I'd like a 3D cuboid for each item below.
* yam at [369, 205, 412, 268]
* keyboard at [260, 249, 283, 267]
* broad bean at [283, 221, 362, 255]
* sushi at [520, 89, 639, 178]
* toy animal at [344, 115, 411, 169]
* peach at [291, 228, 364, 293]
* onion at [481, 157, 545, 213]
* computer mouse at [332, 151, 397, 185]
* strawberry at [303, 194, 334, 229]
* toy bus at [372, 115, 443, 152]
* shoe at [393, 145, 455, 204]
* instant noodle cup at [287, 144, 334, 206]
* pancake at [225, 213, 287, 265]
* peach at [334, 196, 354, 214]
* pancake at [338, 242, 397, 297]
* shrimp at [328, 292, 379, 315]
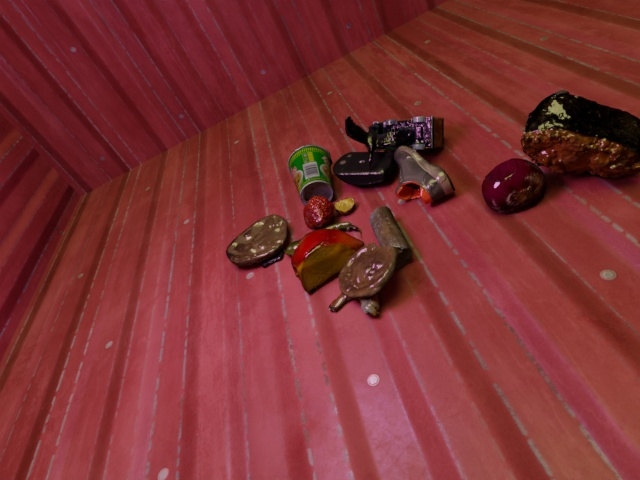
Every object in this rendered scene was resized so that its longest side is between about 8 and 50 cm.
[{"bbox_3d":[0.239,-0.013,1.511,0.093,0.093,0.259,-25,37,7],"label":"yam"},{"bbox_3d":[-0.213,0.014,1.845,0.106,0.016,0.262,-25,37,6],"label":"keyboard"},{"bbox_3d":[0.000,-0.008,1.694,0.317,0.056,0.098,-16,38,15],"label":"broad bean"},{"bbox_3d":[0.792,-0.294,1.354,0.348,0.234,0.208,20,67,13],"label":"sushi"},{"bbox_3d":[0.219,-0.386,1.779,0.272,0.197,0.160,7,16,-1],"label":"toy animal"},{"bbox_3d":[0.016,0.036,1.551,0.267,0.154,0.159,-31,35,0],"label":"peach"},{"bbox_3d":[0.614,-0.199,1.446,0.195,0.140,0.218,-29,33,13],"label":"onion"},{"bbox_3d":[0.188,-0.295,1.859,0.269,0.100,0.170,6,50,30],"label":"computer mouse"},{"bbox_3d":[-0.013,-0.106,1.752,0.131,0.131,0.148,-11,20,24],"label":"strawberry"},{"bbox_3d":[0.368,-0.443,1.846,0.275,0.139,0.167,5,14,38],"label":"toy bus"},{"bbox_3d":[0.347,-0.229,1.673,0.171,0.132,0.336,-40,40,2],"label":"shoe"},{"bbox_3d":[-0.029,-0.269,1.914,0.206,0.207,0.233,-23,44,10],"label":"instant noodle cup"},{"bbox_3d":[-0.259,0.003,1.834,0.294,0.050,0.295,-17,36,13],"label":"pancake"},{"bbox_3d":[0.099,-0.140,1.782,0.077,0.050,0.083,24,69,21],"label":"peach"},{"bbox_3d":[0.146,0.090,1.402,0.222,0.042,0.236,-45,28,2],"label":"pancake"},{"bbox_3d":[0.103,0.201,1.392,0.165,0.049,0.161,-27,34,7],"label":"shrimp"}]
